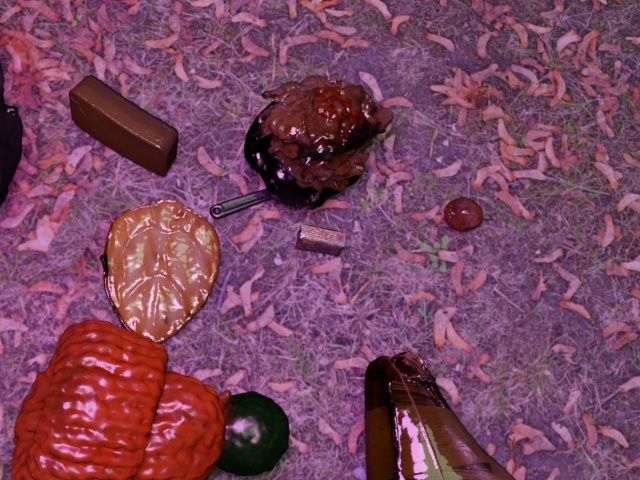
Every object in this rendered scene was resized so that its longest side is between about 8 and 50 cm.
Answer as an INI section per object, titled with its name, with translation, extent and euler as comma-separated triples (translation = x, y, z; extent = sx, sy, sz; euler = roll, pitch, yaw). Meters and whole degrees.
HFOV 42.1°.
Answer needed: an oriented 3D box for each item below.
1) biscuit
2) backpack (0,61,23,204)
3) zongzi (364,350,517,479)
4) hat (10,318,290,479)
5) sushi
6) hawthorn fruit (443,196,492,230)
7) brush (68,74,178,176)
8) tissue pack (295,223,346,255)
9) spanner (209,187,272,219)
[biscuit]
translation = -0.278, 0.052, 1.432
extent = 0.203, 0.041, 0.260
euler = 8, 73, -11
[backpack]
translation = -0.667, -0.246, 1.341
extent = 0.363, 0.255, 0.446
euler = 1, 87, -9
[zongzi]
translation = 0.231, 0.327, 1.367
extent = 0.317, 0.154, 0.289
euler = 0, 74, -1
[hat]
translation = -0.260, 0.306, 1.287
extent = 0.400, 0.285, 0.285
euler = 27, 68, -29
[sushi]
translation = -0.010, -0.192, 1.450
extent = 0.225, 0.219, 0.238
euler = 28, 63, -2
[hawthorn fruit]
translation = 0.281, -0.044, 1.559
extent = 0.103, 0.067, 0.067
euler = 20, 69, -32
[brush]
translation = -0.340, -0.198, 1.450
extent = 0.197, 0.123, 0.059
euler = 32, 66, -1
[tissue pack]
translation = 0.000, 0.000, 1.484
extent = 0.083, 0.063, 0.035
euler = 11, 69, -6
[spanner]
translation = -0.102, -0.079, 1.516
extent = 0.208, 0.012, 0.046
euler = -20, 79, -15
